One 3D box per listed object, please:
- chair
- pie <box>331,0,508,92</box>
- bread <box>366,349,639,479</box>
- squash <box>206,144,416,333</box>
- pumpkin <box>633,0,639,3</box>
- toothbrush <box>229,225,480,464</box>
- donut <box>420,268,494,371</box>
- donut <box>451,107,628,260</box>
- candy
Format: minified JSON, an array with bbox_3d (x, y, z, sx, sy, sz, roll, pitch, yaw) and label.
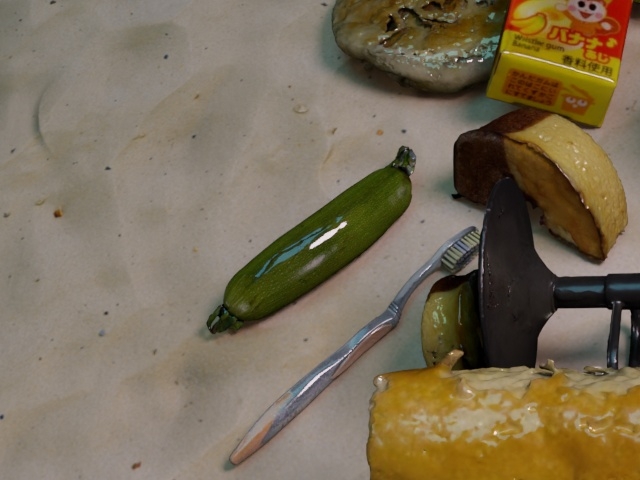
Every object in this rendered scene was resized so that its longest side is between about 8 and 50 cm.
[{"bbox_3d":[0.361,0.042,1.257,0.401,0.226,0.227,-4,47,21],"label":"chair"},{"bbox_3d":[0.167,-0.312,1.789,0.339,0.077,0.339,-13,44,13],"label":"pie"},{"bbox_3d":[0.235,0.199,1.154,0.375,0.237,0.165,-1,46,23],"label":"bread"},{"bbox_3d":[0.002,0.001,1.565,0.318,0.071,0.080,-40,45,-15],"label":"squash"},{"bbox_3d":[0.472,-0.362,1.667,0.110,0.217,0.217,24,51,-9],"label":"pumpkin"},{"bbox_3d":[0.042,0.108,1.478,0.375,0.028,0.037,-41,53,-17],"label":"toothbrush"},{"bbox_3d":[0.146,0.094,1.369,0.059,0.140,0.140,-5,47,30],"label":"donut"},{"bbox_3d":[0.241,-0.076,1.501,0.085,0.141,0.217,-38,49,-24],"label":"donut"},{"bbox_3d":[0.292,-0.276,1.641,0.146,0.088,0.276,16,57,4],"label":"candy"}]
